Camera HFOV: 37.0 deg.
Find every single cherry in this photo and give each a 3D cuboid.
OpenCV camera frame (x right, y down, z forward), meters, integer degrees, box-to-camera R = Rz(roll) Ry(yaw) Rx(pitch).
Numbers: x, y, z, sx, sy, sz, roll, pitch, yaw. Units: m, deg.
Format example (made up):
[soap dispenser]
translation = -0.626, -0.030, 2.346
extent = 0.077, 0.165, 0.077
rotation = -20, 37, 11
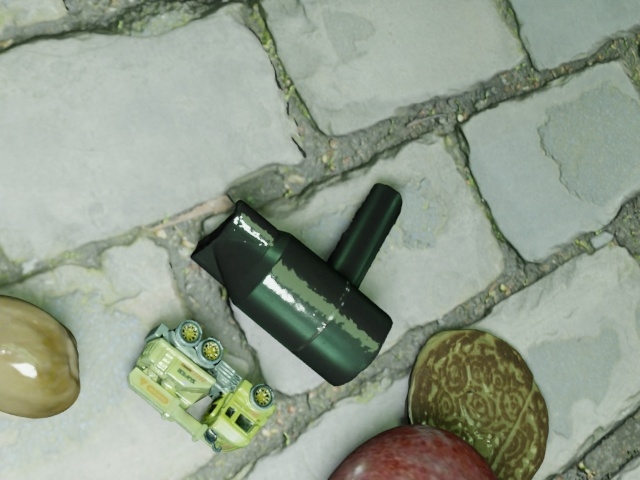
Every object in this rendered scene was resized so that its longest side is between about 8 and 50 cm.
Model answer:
[cherry]
translation = 0.109, 0.343, 1.100
extent = 0.236, 0.212, 0.285
rotation = 51, 48, -16

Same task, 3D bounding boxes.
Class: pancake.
[pancake]
translation = 0.212, 0.235, 1.297
extent = 0.250, 0.031, 0.250
rotation = 9, 71, -28

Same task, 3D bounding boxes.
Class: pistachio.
[pistachio]
translation = -0.330, 0.114, 0.991
extent = 0.185, 0.126, 0.108
rotation = 34, 18, -13

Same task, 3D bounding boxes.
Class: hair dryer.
[hair dryer]
translation = 0.000, 0.000, 1.224
extent = 0.244, 0.116, 0.302
rotation = 42, 48, -12

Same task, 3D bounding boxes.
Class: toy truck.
[toy truck]
translation = -0.141, 0.174, 1.090
extent = 0.169, 0.077, 0.100
rotation = 44, 56, -12
